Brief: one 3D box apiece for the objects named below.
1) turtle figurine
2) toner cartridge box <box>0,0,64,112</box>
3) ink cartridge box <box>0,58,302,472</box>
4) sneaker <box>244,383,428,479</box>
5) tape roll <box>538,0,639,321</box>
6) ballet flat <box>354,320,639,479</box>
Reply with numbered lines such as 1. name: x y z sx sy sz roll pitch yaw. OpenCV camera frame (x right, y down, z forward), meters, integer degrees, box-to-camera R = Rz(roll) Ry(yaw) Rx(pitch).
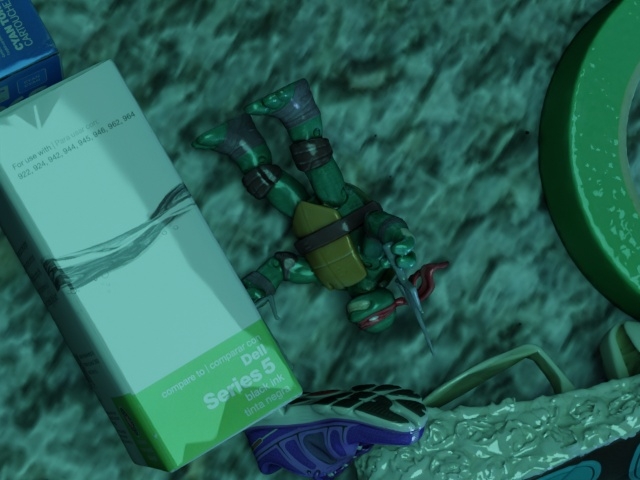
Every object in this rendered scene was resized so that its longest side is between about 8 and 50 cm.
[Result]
1. turtle figurine: 0.000 0.000 1.386 0.175 0.118 0.234 -29 90 27
2. toner cartridge box: -0.338 -0.229 1.300 0.165 0.075 0.348 -28 76 -12
3. ink cartridge box: -0.143 0.022 1.303 0.115 0.198 0.273 -30 92 -14
4. sneaker: 0.015 0.150 1.360 0.068 0.170 0.071 -17 96 -47
5. tape roll: 0.345 -0.075 1.487 0.321 0.077 0.321 1 85 -13
6. ballet flat: 0.214 0.133 1.412 0.409 0.147 0.147 -14 88 -12
